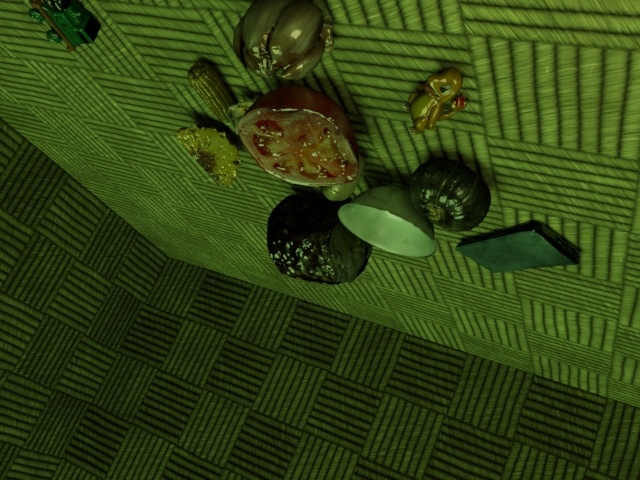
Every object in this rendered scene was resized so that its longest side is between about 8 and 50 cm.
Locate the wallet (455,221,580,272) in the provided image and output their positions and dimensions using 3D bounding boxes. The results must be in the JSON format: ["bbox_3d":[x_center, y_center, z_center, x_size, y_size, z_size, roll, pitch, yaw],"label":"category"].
[{"bbox_3d":[0.582,0.031,2.005,0.190,0.046,0.379,31,162,-17],"label":"wallet"}]

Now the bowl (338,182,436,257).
[{"bbox_3d":[0.222,-0.082,1.989,0.313,0.146,0.313,24,163,8],"label":"bowl"}]

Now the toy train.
[{"bbox_3d":[-0.688,-0.602,1.799,0.136,0.091,0.228,7,156,16],"label":"toy train"}]

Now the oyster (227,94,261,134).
[{"bbox_3d":[-0.112,-0.295,1.924,0.201,0.107,0.354,-16,131,28],"label":"oyster"}]

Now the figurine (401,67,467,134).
[{"bbox_3d":[0.262,-0.303,1.436,0.122,0.121,0.176,0,157,-16],"label":"figurine"}]

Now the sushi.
[{"bbox_3d":[0.001,0.001,2.294,0.294,0.281,0.299,3,146,36],"label":"sushi"}]

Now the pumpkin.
[{"bbox_3d":[0.333,-0.114,1.740,0.223,0.157,0.224,32,161,13],"label":"pumpkin"}]

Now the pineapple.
[{"bbox_3d":[-0.339,-0.315,2.172,0.250,0.139,0.164,48,-163,-18],"label":"pineapple"}]

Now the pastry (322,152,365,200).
[{"bbox_3d":[0.066,-0.183,1.900,0.092,0.156,0.156,22,162,-3],"label":"pastry"}]

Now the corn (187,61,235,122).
[{"bbox_3d":[-0.294,-0.408,1.858,0.080,0.080,0.231,16,165,24],"label":"corn"}]

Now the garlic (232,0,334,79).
[{"bbox_3d":[-0.092,-0.437,1.395,0.214,0.191,0.160,31,140,19],"label":"garlic"}]

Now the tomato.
[{"bbox_3d":[-0.044,-0.285,1.739,0.338,0.144,0.338,12,150,7],"label":"tomato"}]
